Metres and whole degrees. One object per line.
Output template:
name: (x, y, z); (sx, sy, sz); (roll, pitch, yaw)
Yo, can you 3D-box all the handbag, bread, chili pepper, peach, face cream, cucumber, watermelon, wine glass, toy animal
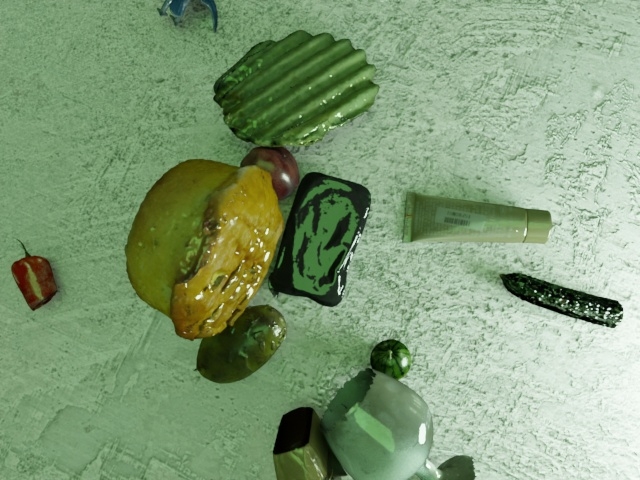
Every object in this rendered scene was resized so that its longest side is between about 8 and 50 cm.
handbag: (-0.001, 0.003, 1.126); (0.191, 0.075, 0.333); (17, 84, 5)
bread: (-0.019, 0.495, 0.988); (0.142, 0.224, 0.212); (-22, 96, 6)
chili pepper: (-0.735, 0.078, 1.149); (0.086, 0.084, 0.192); (-26, 86, -18)
bread: (-0.234, 0.011, 0.976); (0.215, 0.398, 0.399); (22, 83, 15)
peach: (-0.118, -0.172, 1.129); (0.151, 0.152, 0.152); (0, 82, 3)
face cream: (0.381, -0.047, 1.120); (0.340, 0.084, 0.138); (5, 80, 12)
cucumber: (0.571, 0.137, 1.083); (0.299, 0.072, 0.072); (17, 83, 5)
watermelon: (0.165, 0.279, 1.064); (0.108, 0.109, 0.109); (0, 82, 3)
wine glass: (0.164, 0.447, 0.970); (0.323, 0.238, 0.238); (42, 86, 0)
toy animal: (-0.376, -0.672, 1.202); (0.176, 0.239, 0.255); (-54, 37, 22)

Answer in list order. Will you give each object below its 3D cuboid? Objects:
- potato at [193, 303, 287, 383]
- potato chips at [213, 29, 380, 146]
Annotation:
potato: (-0.193, 0.250, 1.081); (0.251, 0.113, 0.150); (-30, 80, -2)
potato chips: (-0.067, -0.398, 1.164); (0.429, 0.070, 0.358); (-36, 68, -15)
